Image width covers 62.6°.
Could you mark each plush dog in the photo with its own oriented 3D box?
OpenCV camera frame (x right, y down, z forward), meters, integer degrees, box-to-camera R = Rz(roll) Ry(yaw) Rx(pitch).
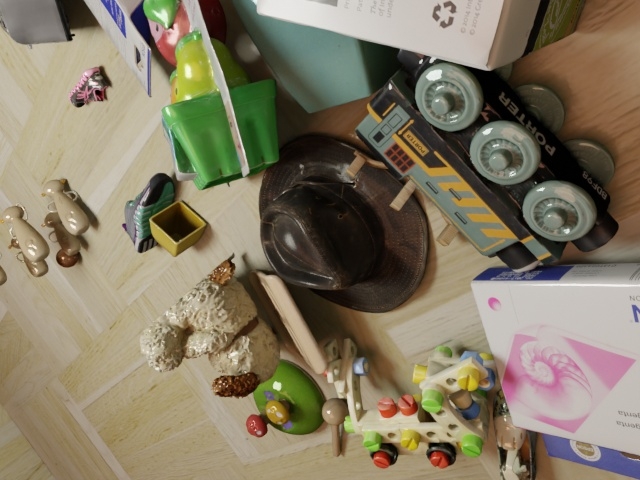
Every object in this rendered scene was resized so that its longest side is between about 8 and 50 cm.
[{"bbox_3d":[-0.165,0.172,0.994,0.210,0.262,0.225,-38,96,26],"label":"plush dog"}]

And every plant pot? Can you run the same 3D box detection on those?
[{"bbox_3d":[-0.294,-0.014,1.079,0.081,0.081,0.083,39,141,12],"label":"plant pot"},{"bbox_3d":[0.005,-0.298,0.669,0.165,0.166,0.234,-6,117,37],"label":"plant pot"}]

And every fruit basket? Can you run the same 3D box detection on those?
[{"bbox_3d":[-0.189,-0.250,0.768,0.353,0.165,0.327,67,166,-9],"label":"fruit basket"}]

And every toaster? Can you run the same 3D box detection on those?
[{"bbox_3d":[-0.542,-0.455,0.962,0.168,0.110,0.186,36,140,46],"label":"toaster"}]

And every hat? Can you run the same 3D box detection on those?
[{"bbox_3d":[0.000,0.000,0.842,0.331,0.134,0.332,15,120,28],"label":"hat"}]

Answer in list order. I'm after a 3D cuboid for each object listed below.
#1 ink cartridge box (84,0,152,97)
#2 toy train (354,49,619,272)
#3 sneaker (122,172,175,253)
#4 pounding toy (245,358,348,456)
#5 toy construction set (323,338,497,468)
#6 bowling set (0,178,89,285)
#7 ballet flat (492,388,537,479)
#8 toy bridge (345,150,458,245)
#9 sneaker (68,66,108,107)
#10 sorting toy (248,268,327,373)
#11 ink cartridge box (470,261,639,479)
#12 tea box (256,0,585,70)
[{"bbox_3d":[-0.364,-0.437,0.871,0.371,0.069,0.175,58,160,-1],"label":"ink cartridge box"},{"bbox_3d":[0.198,-0.101,0.643,0.334,0.142,0.190,44,144,-5],"label":"toy train"},{"bbox_3d":[-0.378,-0.072,1.105,0.098,0.083,0.224,44,131,14],"label":"sneaker"},{"bbox_3d":[-0.070,0.365,1.091,0.236,0.110,0.183,24,125,24],"label":"pounding toy"},{"bbox_3d":[0.137,0.263,0.865,0.327,0.151,0.215,-4,122,41],"label":"toy construction set"},{"bbox_3d":[-0.707,-0.002,1.315,0.154,0.287,0.200,53,165,9],"label":"bowling set"},{"bbox_3d":[0.309,0.327,0.836,0.070,0.070,0.189,-4,110,36],"label":"ballet flat"},{"bbox_3d":[0.125,-0.072,0.762,0.188,0.026,0.063,37,87,1],"label":"toy bridge"},{"bbox_3d":[-0.474,-0.302,1.082,0.119,0.047,0.057,-30,105,42],"label":"sneaker"},{"bbox_3d":[-0.060,0.140,0.973,0.193,0.038,0.208,62,163,-7],"label":"sorting toy"},{"bbox_3d":[0.377,0.187,0.656,0.324,0.071,0.330,-8,105,53],"label":"ink cartridge box"},{"bbox_3d":[0.134,-0.349,0.440,0.219,0.323,0.329,24,125,24],"label":"tea box"}]
